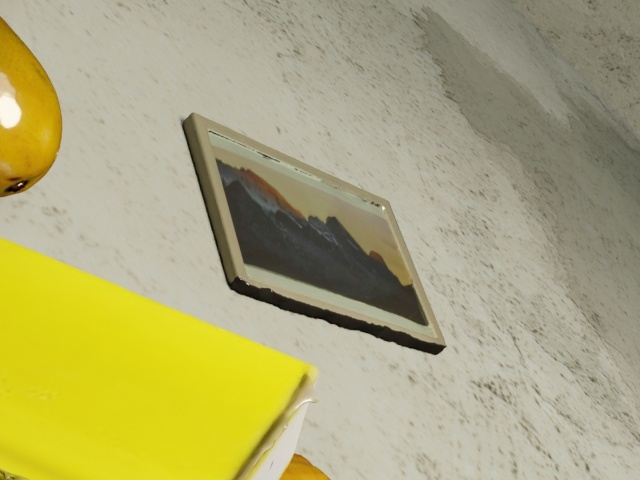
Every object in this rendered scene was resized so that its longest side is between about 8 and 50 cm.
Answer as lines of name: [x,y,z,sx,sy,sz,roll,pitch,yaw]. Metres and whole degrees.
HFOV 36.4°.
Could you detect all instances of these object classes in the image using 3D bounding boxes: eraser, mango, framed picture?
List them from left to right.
mango: [-0.212,-0.094,0.598,0.163,0.089,0.111,-123,-168,-50]
eraser: [-0.125,0.074,0.428,0.226,0.069,0.158,20,24,11]
framed picture: [0.001,-0.001,0.881,0.265,0.018,0.192,21,38,-43]

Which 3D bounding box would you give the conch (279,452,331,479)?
conch: [-0.090,0.155,0.477,0.330,0.093,0.109,7,63,-26]
